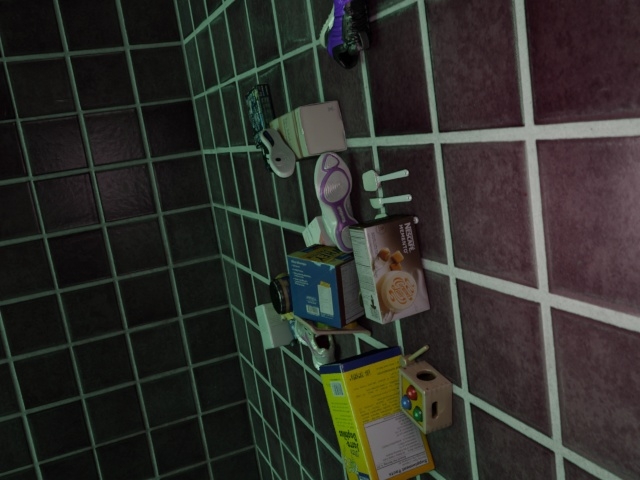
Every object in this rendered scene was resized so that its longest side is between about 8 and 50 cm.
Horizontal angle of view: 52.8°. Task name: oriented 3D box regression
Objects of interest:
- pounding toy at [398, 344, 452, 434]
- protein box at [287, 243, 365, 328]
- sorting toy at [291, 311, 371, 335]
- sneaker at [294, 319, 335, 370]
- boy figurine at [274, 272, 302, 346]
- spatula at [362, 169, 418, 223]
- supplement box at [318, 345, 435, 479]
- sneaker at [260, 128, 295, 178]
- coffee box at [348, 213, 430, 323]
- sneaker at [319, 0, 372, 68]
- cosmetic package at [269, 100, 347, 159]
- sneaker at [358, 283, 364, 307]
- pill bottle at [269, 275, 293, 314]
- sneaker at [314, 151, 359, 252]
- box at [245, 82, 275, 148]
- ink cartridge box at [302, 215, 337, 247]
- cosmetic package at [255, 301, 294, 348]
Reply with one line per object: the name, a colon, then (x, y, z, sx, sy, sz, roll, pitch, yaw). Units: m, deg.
pounding toy: (0.246, 0.365, 1.680, 0.206, 0.094, 0.180, -144, 45, -60)
protein box: (0.022, 0.134, 1.975, 0.200, 0.136, 0.201, 10, 113, 41)
sorting toy: (0.032, 0.257, 2.035, 0.193, 0.209, 0.038, -158, 76, -66)
sneaker: (-0.010, 0.349, 2.350, 0.252, 0.103, 0.111, 52, 145, 36)
boy figurine: (-0.103, 0.262, 2.515, 0.177, 0.092, 0.285, -17, 89, 46)
spatula: (0.179, -0.109, 1.689, 0.242, 0.019, 0.168, 177, 82, -69)
supplement box: (0.155, 0.505, 1.854, 0.195, 0.194, 0.356, 145, 111, -68)
sneaker: (-0.127, -0.237, 1.987, 0.121, 0.079, 0.216, 91, 162, -48)
coffee box: (0.173, 0.068, 1.620, 0.098, 0.141, 0.246, -168, 65, -68)
sneaker: (0.086, -0.540, 1.585, 0.293, 0.102, 0.146, 108, 140, -62)
cosmetic package: (-0.045, -0.326, 1.986, 0.296, 0.129, 0.153, 180, 78, -69)
sneaker: (0.145, 0.109, 1.868, 0.071, 0.066, 0.188, -98, 14, -52)
pill bottle: (-0.051, 0.166, 2.160, 0.123, 0.219, 0.122, 167, 90, -70)
sneaker: (0.032, -0.114, 1.909, 0.152, 0.114, 0.304, -145, 40, -64)
box: (-0.227, -0.476, 2.486, 0.175, 0.051, 0.220, 170, 88, -69)
ink cartridge box: (0.000, 0.000, 2.146, 0.198, 0.067, 0.115, 133, 121, -65)
cosmetic package: (-0.165, 0.341, 2.654, 0.151, 0.151, 0.183, 150, 107, -69)
